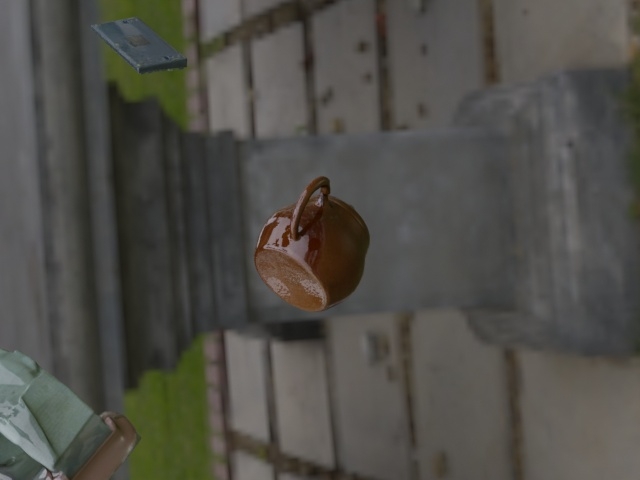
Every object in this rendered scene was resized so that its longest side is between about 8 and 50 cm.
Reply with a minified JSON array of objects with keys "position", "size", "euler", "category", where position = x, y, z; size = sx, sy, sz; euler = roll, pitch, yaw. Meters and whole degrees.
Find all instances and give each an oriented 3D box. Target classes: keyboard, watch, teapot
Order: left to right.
[{"position":[-0.361,0.220,2.155],"size":[0.241,0.162,0.253],"euler":[44,150,-3],"category":"watch"},{"position":[-0.196,-0.210,1.956],"size":[0.176,0.055,0.014],"euler":[-138,42,-59],"category":"keyboard"},{"position":[0.000,0.000,1.778],"size":[0.173,0.116,0.116],"euler":[82,172,-51],"category":"teapot"}]
